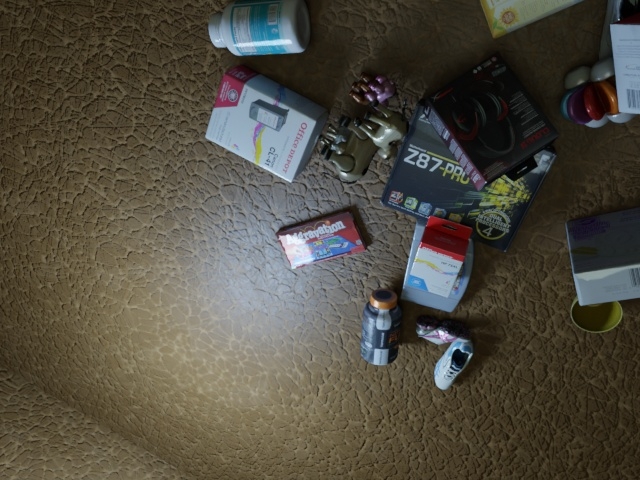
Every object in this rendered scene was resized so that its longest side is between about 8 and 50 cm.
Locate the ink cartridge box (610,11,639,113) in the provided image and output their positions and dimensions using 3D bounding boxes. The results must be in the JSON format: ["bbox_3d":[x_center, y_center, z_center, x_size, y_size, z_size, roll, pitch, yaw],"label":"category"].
[{"bbox_3d":[0.799,-0.449,1.201,0.309,0.130,0.271,-22,113,-8],"label":"ink cartridge box"}]

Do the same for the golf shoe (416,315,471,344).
[{"bbox_3d":[0.408,0.307,1.861,0.186,0.067,0.086,11,127,28],"label":"golf shoe"}]

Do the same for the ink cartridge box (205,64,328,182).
[{"bbox_3d":[-0.162,-0.349,1.683,0.306,0.131,0.226,28,122,5],"label":"ink cartridge box"}]

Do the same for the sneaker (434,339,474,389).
[{"bbox_3d":[0.445,0.423,1.896,0.085,0.086,0.237,22,123,6],"label":"sneaker"}]

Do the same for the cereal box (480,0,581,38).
[{"bbox_3d":[0.507,-0.619,1.353,0.240,0.047,0.173,-17,110,26],"label":"cereal box"}]

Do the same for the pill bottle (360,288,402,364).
[{"bbox_3d":[0.204,0.284,1.882,0.130,0.130,0.245,9,119,15],"label":"pill bottle"}]

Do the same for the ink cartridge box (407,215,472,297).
[{"bbox_3d":[0.348,0.049,1.651,0.134,0.078,0.231,18,135,10],"label":"ink cartridge box"}]

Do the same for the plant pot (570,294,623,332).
[{"bbox_3d":[0.800,0.186,1.640,0.134,0.095,0.134,8,119,15],"label":"plant pot"}]

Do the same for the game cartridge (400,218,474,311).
[{"bbox_3d":[0.373,0.084,1.765,0.198,0.062,0.297,16,120,16],"label":"game cartridge"}]

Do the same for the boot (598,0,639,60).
[{"bbox_3d":[0.705,-0.487,1.306,0.095,0.123,0.258,-2,115,21],"label":"boot"}]

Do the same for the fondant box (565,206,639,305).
[{"bbox_3d":[0.766,0.029,1.431,0.238,0.330,0.096,-13,108,25],"label":"fondant box"}]

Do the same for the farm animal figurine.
[{"bbox_3d":[0.137,-0.285,1.514,0.172,0.330,0.326,28,119,-17],"label":"farm animal figurine"}]

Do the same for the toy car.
[{"bbox_3d":[0.664,-0.341,1.367,0.159,0.136,0.182,56,164,-15],"label":"toy car"}]

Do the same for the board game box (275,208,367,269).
[{"bbox_3d":[0.000,0.000,1.867,0.281,0.027,0.145,-16,109,26],"label":"board game box"}]

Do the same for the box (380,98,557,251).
[{"bbox_3d":[0.405,-0.182,1.589,0.395,0.097,0.318,23,118,7],"label":"box"}]

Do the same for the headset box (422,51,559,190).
[{"bbox_3d":[0.432,-0.285,1.418,0.218,0.110,0.293,-32,82,1],"label":"headset box"}]

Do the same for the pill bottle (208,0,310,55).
[{"bbox_3d":[-0.170,-0.588,1.551,0.264,0.146,0.146,4,117,18],"label":"pill bottle"}]
